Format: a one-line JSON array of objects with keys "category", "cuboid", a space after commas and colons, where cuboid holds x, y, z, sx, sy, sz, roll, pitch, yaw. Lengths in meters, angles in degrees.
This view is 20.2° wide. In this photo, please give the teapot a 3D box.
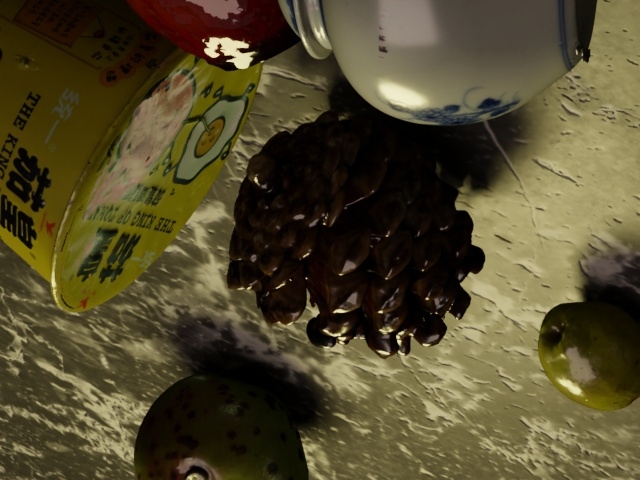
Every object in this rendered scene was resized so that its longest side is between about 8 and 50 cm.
[{"category": "teapot", "cuboid": [0.065, -0.213, 1.343, 0.280, 0.252, 0.424, 3, 159, 16]}]

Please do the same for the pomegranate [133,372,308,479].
[{"category": "pomegranate", "cuboid": [-0.133, 0.275, 2.280, 0.231, 0.231, 0.286, 38, 176, -12]}]

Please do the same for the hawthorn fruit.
[{"category": "hawthorn fruit", "cuboid": [-0.103, -0.257, 1.494, 0.251, 0.189, 0.189, 30, 149, -14]}]

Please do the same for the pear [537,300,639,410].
[{"category": "pear", "cuboid": [0.276, 0.114, 1.787, 0.131, 0.107, 0.107, 33, 150, -27]}]

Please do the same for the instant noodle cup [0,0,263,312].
[{"category": "instant noodle cup", "cuboid": [-0.246, -0.132, 1.704, 0.254, 0.325, 0.325, 34, 150, 14]}]

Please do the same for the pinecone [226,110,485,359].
[{"category": "pinecone", "cuboid": [0.029, -0.006, 1.714, 0.272, 0.224, 0.224, 29, 154, -35]}]
